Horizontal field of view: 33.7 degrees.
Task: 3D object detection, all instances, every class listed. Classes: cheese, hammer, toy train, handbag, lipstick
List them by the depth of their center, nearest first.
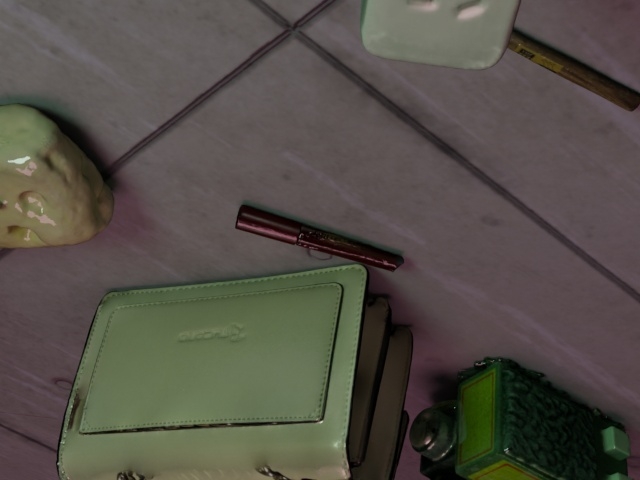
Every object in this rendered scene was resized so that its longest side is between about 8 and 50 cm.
[{"bbox_3d":[0.179,-0.146,0.832,0.182,0.017,0.062,22,144,-16],"label":"hammer"},{"bbox_3d":[-0.348,-0.055,1.052,0.263,0.093,0.159,-1,141,19],"label":"cheese"},{"bbox_3d":[0.000,0.000,1.080,0.176,0.027,0.027,16,145,-9],"label":"lipstick"},{"bbox_3d":[-0.093,0.177,1.170,0.358,0.237,0.160,-7,138,25],"label":"handbag"},{"bbox_3d":[0.238,0.268,1.268,0.272,0.159,0.188,31,134,-23],"label":"toy train"}]

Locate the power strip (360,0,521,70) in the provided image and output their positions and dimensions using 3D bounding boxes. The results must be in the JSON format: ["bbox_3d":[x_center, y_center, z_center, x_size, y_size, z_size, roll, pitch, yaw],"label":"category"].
[{"bbox_3d":[0.085,-0.246,0.501,0.091,0.062,0.385,6,140,-2],"label":"power strip"}]
